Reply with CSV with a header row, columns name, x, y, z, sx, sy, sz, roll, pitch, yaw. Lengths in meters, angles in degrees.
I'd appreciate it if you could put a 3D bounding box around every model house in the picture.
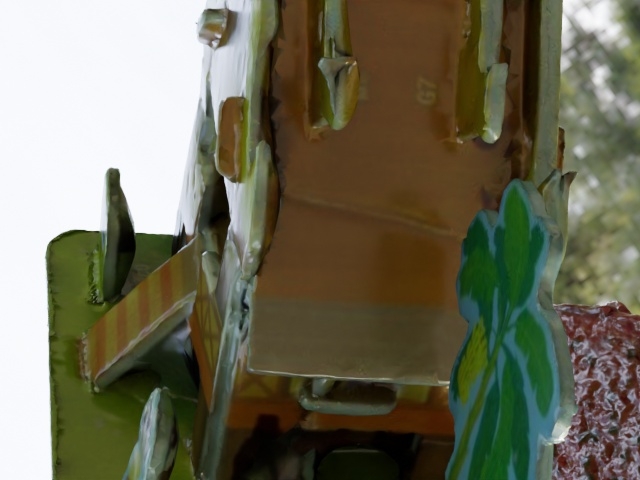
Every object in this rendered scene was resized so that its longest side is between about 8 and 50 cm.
name,x,y,z,sx,sy,sz,roll,pitch,yaw
model house,0.000,0.000,0.804,0.242,0.313,0.358,3,-143,-9

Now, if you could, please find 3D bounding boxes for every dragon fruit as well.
name,x,y,z,sx,sy,sz,roll,pitch,yaw
dragon fruit,0.296,0.162,1.424,0.152,0.205,0.317,-7,-110,-59
